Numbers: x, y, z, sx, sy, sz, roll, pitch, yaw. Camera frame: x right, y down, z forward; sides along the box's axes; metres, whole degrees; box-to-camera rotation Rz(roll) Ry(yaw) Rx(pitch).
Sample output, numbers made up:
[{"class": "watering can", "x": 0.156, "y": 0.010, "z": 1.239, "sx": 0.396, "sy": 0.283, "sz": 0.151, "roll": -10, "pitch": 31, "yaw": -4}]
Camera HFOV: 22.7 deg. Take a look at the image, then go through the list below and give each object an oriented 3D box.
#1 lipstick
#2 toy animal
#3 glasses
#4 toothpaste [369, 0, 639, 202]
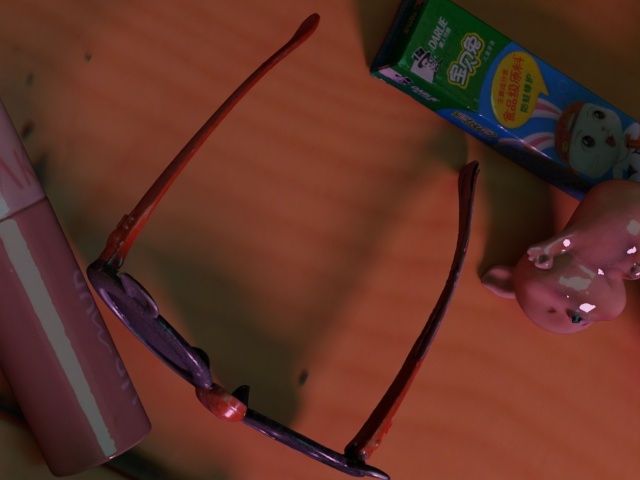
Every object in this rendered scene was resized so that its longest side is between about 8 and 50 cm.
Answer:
[{"class": "lipstick", "x": -0.186, "y": 0.016, "z": 0.979, "sx": 0.070, "sy": 0.070, "sz": 0.254, "roll": -27, "pitch": 99, "yaw": -23}, {"class": "toy animal", "x": 0.194, "y": 0.011, "z": 1.131, "sx": 0.150, "sy": 0.089, "sz": 0.083, "roll": -41, "pitch": 94, "yaw": 22}, {"class": "glasses", "x": 0.000, "y": 0.000, "z": 1.034, "sx": 0.234, "sy": 0.118, "sz": 0.268, "roll": 39, "pitch": 74, "yaw": -22}, {"class": "toothpaste", "x": 0.163, "y": -0.084, "z": 1.154, "sx": 0.266, "sy": 0.050, "sz": 0.065, "roll": 30, "pitch": 79, "yaw": -20}]
